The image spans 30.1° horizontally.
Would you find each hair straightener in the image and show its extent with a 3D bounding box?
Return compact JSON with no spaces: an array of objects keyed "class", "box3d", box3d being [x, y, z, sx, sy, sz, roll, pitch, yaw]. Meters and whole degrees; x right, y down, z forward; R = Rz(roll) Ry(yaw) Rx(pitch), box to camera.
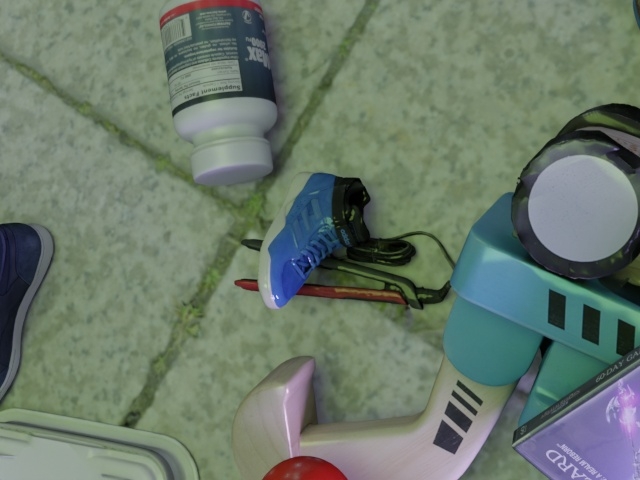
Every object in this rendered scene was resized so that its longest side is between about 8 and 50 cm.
[{"class":"hair straightener","box3d":[0.028,0.016,1.160,0.230,0.047,0.089,5,86,22]}]

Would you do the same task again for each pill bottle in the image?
[{"class":"pill bottle","box3d":[-0.100,-0.152,1.200,0.107,0.108,0.180,-12,80,20]}]

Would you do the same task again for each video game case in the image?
[{"class":"video game case","box3d":[0.304,0.138,0.864,0.196,0.026,0.274,40,125,-11]}]

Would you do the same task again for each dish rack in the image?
[{"class":"dish rack","box3d":[-0.280,0.353,1.234,0.285,0.072,0.333,6,85,23]}]

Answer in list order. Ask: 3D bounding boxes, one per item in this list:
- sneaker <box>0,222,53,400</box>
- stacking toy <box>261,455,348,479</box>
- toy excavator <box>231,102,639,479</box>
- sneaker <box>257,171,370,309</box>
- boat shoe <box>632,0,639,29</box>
[{"class":"sneaker","box3d":[-0.382,0.082,1.258,0.086,0.163,0.226,18,92,21]},{"class":"stacking toy","box3d":[0.081,0.290,0.969,0.330,0.141,0.141,36,97,20]},{"class":"toy excavator","box3d":[0.168,0.102,1.012,0.432,0.222,0.445,23,110,13]},{"class":"sneaker","box3d":[0.000,-0.001,1.124,0.084,0.058,0.152,4,53,25]},{"class":"boat shoe","box3d":[0.338,-0.168,1.045,0.066,0.066,0.183,-38,72,14]}]
